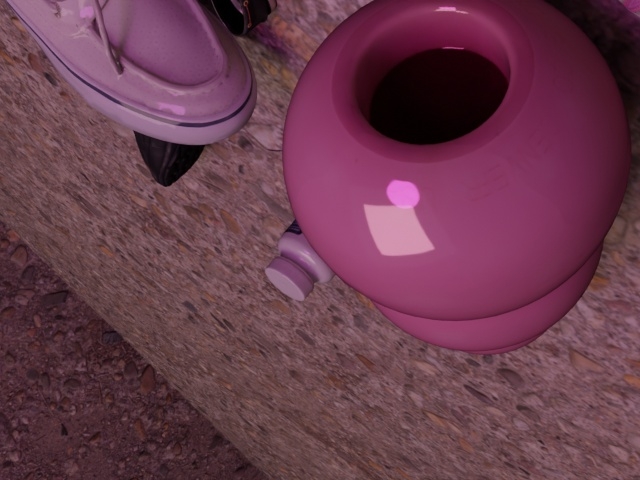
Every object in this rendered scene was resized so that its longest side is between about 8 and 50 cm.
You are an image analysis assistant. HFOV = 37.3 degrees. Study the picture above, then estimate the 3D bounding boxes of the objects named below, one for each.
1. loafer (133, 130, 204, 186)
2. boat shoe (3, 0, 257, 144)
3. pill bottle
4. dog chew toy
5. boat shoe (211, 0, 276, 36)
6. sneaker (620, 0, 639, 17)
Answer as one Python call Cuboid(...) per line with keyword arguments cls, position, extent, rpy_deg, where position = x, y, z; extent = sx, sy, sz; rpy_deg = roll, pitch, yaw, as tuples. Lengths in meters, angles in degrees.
Cuboid(cls="loafer", position=(-0.169, -0.134, 1.024), extent=(0.078, 0.076, 0.223), rpy_deg=(40, 156, 11))
Cuboid(cls="boat shoe", position=(-0.193, -0.237, 0.781), extent=(0.367, 0.136, 0.156), rpy_deg=(45, 158, 11))
Cuboid(cls="pill bottle", position=(0.000, 0.000, 0.947), extent=(0.067, 0.120, 0.067), rpy_deg=(33, 159, 15))
Cuboid(cls="dog chew toy", position=(0.100, -0.019, 0.643), extent=(0.206, 0.207, 0.332), rpy_deg=(28, 165, 26))
Cuboid(cls="boat shoe", position=(-0.079, -0.218, 0.733), extent=(0.049, 0.042, 0.133), rpy_deg=(23, 153, 41))
Cuboid(cls="sneaker", position=(0.164, -0.155, 0.361), extent=(0.111, 0.103, 0.252), rpy_deg=(33, 156, 19))
